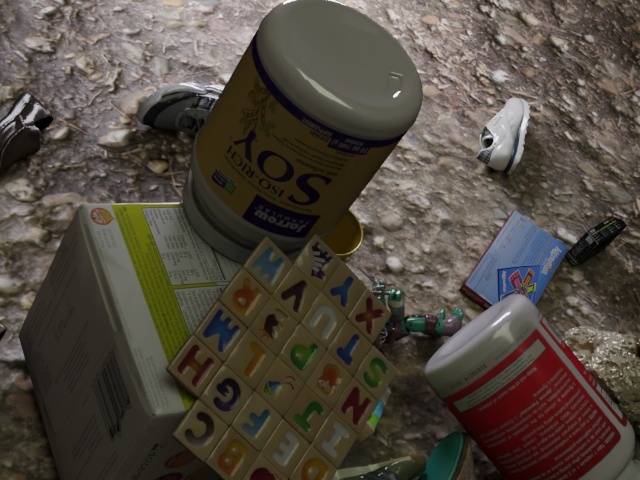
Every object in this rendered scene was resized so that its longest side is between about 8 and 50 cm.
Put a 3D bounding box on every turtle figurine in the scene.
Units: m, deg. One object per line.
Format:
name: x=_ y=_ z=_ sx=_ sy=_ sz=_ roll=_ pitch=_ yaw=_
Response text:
turtle figurine: x=0.132 y=0.131 z=1.978 sx=0.234 sy=0.118 sz=0.175 roll=14 pitch=8 yaw=-18

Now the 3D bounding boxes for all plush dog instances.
plush dog: x=0.525 y=0.286 z=2.015 sx=0.225 sy=0.210 sz=0.262 roll=-41 pitch=75 yaw=-15

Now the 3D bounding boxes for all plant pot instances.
plant pot: x=0.000 y=0.000 z=2.026 sx=0.134 sy=0.095 sz=0.134 roll=14 pitch=49 yaw=-17

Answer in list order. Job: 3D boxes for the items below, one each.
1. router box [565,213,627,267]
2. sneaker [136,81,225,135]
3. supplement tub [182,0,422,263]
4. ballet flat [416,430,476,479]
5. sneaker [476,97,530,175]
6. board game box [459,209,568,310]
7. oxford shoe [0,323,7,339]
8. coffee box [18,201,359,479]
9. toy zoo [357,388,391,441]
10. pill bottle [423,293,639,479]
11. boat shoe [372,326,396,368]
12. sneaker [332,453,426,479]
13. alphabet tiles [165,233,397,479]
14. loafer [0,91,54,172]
router box: x=0.592 y=0.000 z=2.324 sx=0.122 sy=0.092 sz=0.038 roll=-25 pitch=67 yaw=-39
sneaker: x=-0.212 y=-0.222 z=2.095 sx=0.268 sy=0.101 sz=0.153 roll=-7 pitch=55 yaw=-34
supplement tub: x=-0.036 y=-0.140 z=1.494 sx=0.241 sy=0.331 sz=0.241 roll=19 pitch=43 yaw=-19
ballet flat: x=0.195 y=0.458 z=1.764 sx=0.106 sy=0.107 sz=0.316 roll=46 pitch=50 yaw=-14
sneaker: x=0.413 y=-0.251 z=2.450 sx=0.094 sy=0.090 sz=0.235 roll=17 pitch=46 yaw=0
board game box: x=0.402 y=0.058 z=2.227 sx=0.145 sy=0.027 sz=0.281 roll=36 pitch=46 yaw=6
oxford shoe: x=-0.539 y=0.238 z=1.546 sx=0.132 sy=0.130 sz=0.364 roll=21 pitch=47 yaw=-18
coffee box: x=-0.205 y=0.175 z=1.597 sx=0.334 sy=0.338 sz=0.338 roll=-3 pitch=55 yaw=-36
toy zoo: x=0.039 y=0.213 z=1.814 sx=0.192 sy=0.030 sz=0.293 roll=51 pitch=12 yaw=0
pill bottle: x=0.384 y=0.313 z=1.850 sx=0.408 sy=0.229 sz=0.229 roll=51 pitch=48 yaw=1
boat shoe: x=0.079 y=0.165 z=1.862 sx=0.183 sy=0.066 sz=0.066 roll=48 pitch=12 yaw=-17
sneaker: x=0.094 y=0.409 z=1.766 sx=0.192 sy=0.064 sz=0.086 roll=-5 pitch=59 yaw=-25
alphabet tiles: x=-0.040 y=0.171 z=1.430 sx=0.285 sy=0.011 sz=0.342 roll=47 pitch=60 yaw=-22
loafer: x=-0.534 y=-0.181 z=1.916 sx=0.078 sy=0.080 sz=0.220 roll=24 pitch=47 yaw=-6
